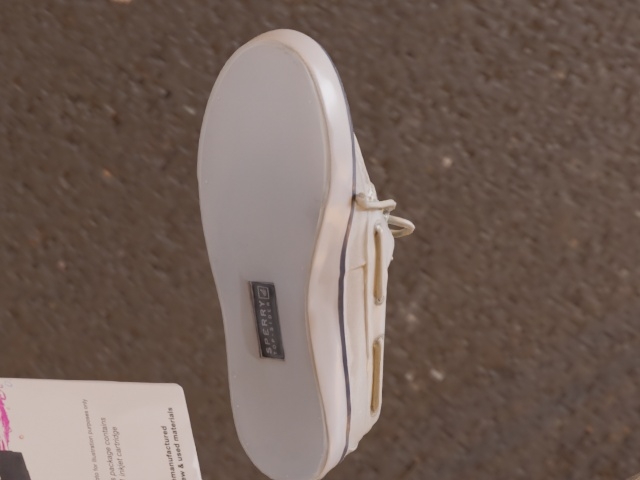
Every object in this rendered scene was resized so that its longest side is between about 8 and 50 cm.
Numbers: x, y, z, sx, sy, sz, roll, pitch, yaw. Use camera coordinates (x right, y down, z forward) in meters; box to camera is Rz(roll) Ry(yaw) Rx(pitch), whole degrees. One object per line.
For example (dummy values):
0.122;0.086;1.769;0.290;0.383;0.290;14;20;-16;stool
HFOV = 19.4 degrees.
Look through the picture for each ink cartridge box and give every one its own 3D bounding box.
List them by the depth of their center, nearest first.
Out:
-0.242;0.186;1.221;0.278;0.117;0.201;4;142;-26;ink cartridge box

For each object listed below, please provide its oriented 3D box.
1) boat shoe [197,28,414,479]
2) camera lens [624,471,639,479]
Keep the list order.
0.007;0.003;1.487;0.156;0.136;0.367;-29;119;-50;boat shoe
0.150;0.216;0.558;0.219;0.219;0.274;45;53;-36;camera lens
